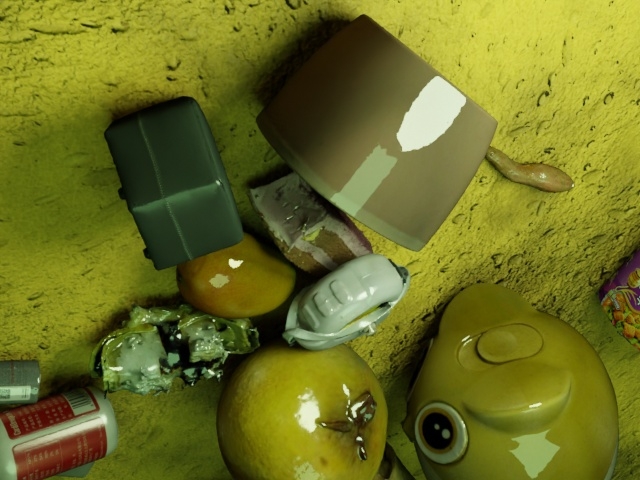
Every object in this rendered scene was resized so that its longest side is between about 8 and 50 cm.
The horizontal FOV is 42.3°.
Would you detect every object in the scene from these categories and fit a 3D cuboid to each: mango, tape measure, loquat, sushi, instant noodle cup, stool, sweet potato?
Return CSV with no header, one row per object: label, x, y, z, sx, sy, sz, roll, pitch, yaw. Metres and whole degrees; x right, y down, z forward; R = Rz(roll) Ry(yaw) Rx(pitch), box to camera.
mango,-0.137,0.061,1.345,0.151,0.120,0.221,-43,139,14
tape measure,0.051,0.103,1.402,0.236,0.120,0.197,-14,155,-48
loquat,-0.048,0.336,1.502,0.359,0.328,0.328,-15,146,41
sushi,-0.244,0.175,1.391,0.291,0.131,0.139,-10,143,-13
instant noodle cup,0.704,0.111,1.676,0.251,0.251,0.190,16,130,-33
stool,-0.200,-0.082,1.131,0.141,0.232,0.232,-18,134,-5
sweet potato,0.354,-0.124,1.444,0.214,0.050,0.050,15,122,-25

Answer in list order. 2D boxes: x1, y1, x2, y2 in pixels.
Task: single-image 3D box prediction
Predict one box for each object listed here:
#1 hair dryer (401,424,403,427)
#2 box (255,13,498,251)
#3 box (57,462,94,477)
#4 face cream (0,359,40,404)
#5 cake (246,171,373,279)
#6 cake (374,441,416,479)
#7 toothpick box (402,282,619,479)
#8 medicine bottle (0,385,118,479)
hair dryer,0.256,0.493,1.930,0.114,0.070,0.248,-42,128,15
box,0.086,-0.158,1.151,0.301,0.301,0.216,26,108,-37
box,-0.528,0.376,1.500,0.243,0.055,0.103,15,121,-32
face cream,-0.600,0.230,1.328,0.283,0.073,0.073,3,127,-26
cake,0.000,0.000,1.365,0.116,0.113,0.295,-34,146,9
cake,0.012,0.511,1.700,0.332,0.332,0.321,-36,107,10
toothpick box,0.363,0.338,1.606,0.409,0.409,0.425,-21,128,-5
medicine bottle,-0.479,0.339,1.398,0.250,0.131,0.131,-14,135,-34
